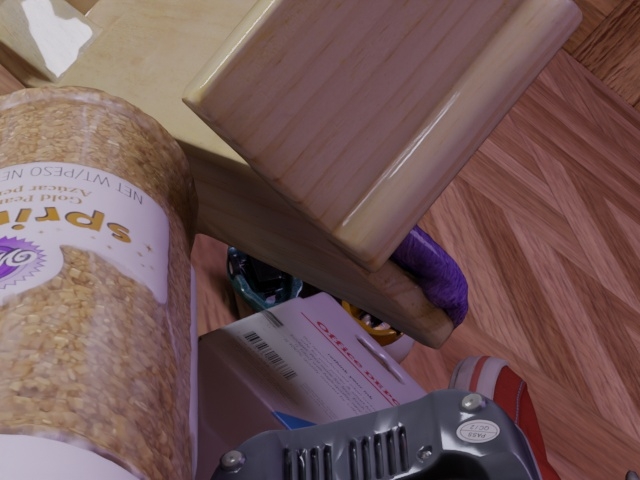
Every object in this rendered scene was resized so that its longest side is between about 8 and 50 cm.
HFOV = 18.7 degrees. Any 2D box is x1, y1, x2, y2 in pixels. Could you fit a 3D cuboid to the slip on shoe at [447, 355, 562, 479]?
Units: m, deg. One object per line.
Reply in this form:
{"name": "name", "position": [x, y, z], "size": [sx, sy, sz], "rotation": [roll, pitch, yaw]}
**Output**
{"name": "slip on shoe", "position": [0.098, 0.170, 0.859], "size": [0.101, 0.123, 0.331], "rotation": [3, 31, -5]}

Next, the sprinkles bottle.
{"name": "sprinkles bottle", "position": [-0.103, 0.057, 0.705], "size": [0.121, 0.121, 0.355], "rotation": [38, 17, -18]}

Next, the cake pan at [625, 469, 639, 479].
{"name": "cake pan", "position": [0.207, 0.236, 0.866], "size": [0.293, 0.054, 0.293], "rotation": [-19, 90, -84]}

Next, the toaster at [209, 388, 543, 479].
{"name": "toaster", "position": [0.034, 0.171, 0.650], "size": [0.227, 0.129, 0.146], "rotation": [-94, 166, -53]}

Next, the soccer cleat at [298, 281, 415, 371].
{"name": "soccer cleat", "position": [0.000, 0.000, 1.190], "size": [0.076, 0.068, 0.196], "rotation": [23, 29, -43]}

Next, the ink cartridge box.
{"name": "ink cartridge box", "position": [-0.010, 0.089, 0.948], "size": [0.104, 0.060, 0.180], "rotation": [45, 17, 9]}

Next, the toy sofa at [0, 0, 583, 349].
{"name": "toy sofa", "position": [-0.024, -0.088, 0.962], "size": [0.177, 0.150, 0.362], "rotation": [44, -10, -26]}

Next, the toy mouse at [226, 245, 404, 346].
{"name": "toy mouse", "position": [-0.004, 0.009, 1.117], "size": [0.143, 0.031, 0.161], "rotation": [27, 53, 14]}
